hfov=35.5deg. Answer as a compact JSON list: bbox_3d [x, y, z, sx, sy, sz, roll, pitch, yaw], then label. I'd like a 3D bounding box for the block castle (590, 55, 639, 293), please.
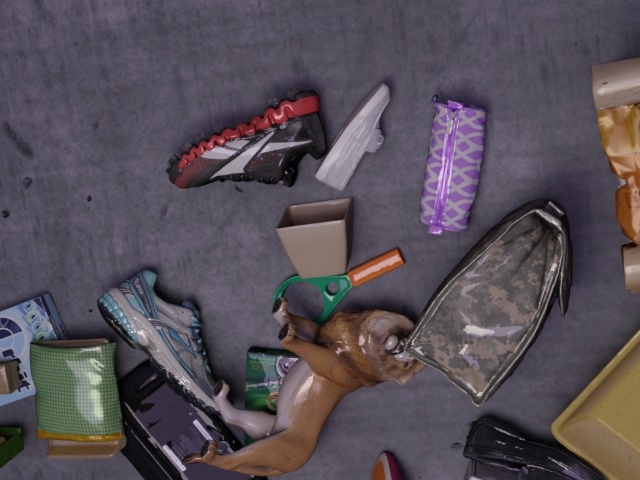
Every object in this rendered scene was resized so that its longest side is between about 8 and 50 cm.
[{"bbox_3d":[0.487,-0.110,1.289,0.213,0.453,0.303,-9,96,20],"label":"block castle"}]

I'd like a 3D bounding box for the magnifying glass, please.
[{"bbox_3d":[0.028,0.073,1.621,0.231,0.026,0.092,-26,93,15],"label":"magnifying glass"}]

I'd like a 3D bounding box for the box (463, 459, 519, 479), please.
[{"bbox_3d":[0.277,0.515,1.607,0.169,0.087,0.290,19,101,7],"label":"box"}]

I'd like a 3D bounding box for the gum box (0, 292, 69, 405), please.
[{"bbox_3d":[-0.525,0.193,1.733,0.184,0.041,0.157,-20,95,14],"label":"gum box"}]

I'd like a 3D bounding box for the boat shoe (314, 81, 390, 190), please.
[{"bbox_3d":[0.063,-0.158,1.560,0.063,0.066,0.184,32,101,-10],"label":"boat shoe"}]

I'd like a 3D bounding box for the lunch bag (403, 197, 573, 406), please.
[{"bbox_3d":[0.276,0.069,1.463,0.169,0.235,0.287,35,104,9],"label":"lunch bag"}]

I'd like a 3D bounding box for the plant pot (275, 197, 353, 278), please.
[{"bbox_3d":[0.000,0.000,1.578,0.109,0.109,0.096,-7,110,12],"label":"plant pot"}]

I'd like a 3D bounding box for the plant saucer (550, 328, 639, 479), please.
[{"bbox_3d":[0.577,0.259,1.502,0.333,0.081,0.333,38,111,3],"label":"plant saucer"}]

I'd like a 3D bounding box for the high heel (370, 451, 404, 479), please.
[{"bbox_3d":[0.149,0.456,1.597,0.117,0.244,0.082,12,135,-24],"label":"high heel"}]

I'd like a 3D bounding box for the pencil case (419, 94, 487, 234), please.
[{"bbox_3d":[0.201,-0.115,1.525,0.086,0.088,0.206,7,101,12],"label":"pencil case"}]

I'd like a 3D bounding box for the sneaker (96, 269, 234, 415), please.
[{"bbox_3d":[-0.229,0.164,1.636,0.122,0.110,0.283,-43,92,-18],"label":"sneaker"}]

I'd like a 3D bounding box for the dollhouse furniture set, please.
[{"bbox_3d":[-0.486,0.278,1.627,0.301,0.151,0.197,-5,100,17],"label":"dollhouse furniture set"}]

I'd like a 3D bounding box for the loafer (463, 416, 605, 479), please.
[{"bbox_3d":[0.330,0.351,1.555,0.223,0.076,0.078,21,68,23],"label":"loafer"}]

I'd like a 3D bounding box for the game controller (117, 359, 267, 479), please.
[{"bbox_3d":[-0.234,0.357,1.702,0.166,0.067,0.319,-40,90,-1],"label":"game controller"}]

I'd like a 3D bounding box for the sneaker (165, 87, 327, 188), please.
[{"bbox_3d":[-0.110,-0.129,1.576,0.276,0.097,0.135,-24,91,12],"label":"sneaker"}]

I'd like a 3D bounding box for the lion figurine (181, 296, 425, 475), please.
[{"bbox_3d":[-0.020,0.247,1.573,0.240,0.142,0.392,33,103,-27],"label":"lion figurine"}]

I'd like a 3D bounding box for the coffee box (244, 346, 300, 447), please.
[{"bbox_3d":[-0.068,0.273,1.659,0.113,0.040,0.184,5,100,9],"label":"coffee box"}]
